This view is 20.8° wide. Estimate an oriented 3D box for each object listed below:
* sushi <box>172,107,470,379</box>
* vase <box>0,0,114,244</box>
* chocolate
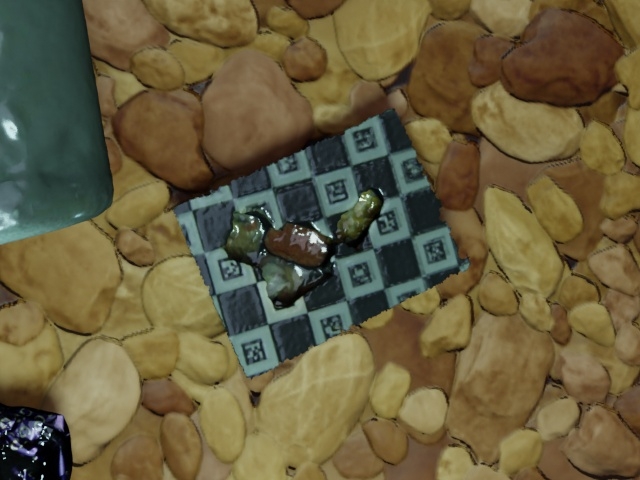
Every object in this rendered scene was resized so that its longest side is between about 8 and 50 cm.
[{"bbox_3d":[0.000,0.000,1.296,0.201,0.031,0.139,-25,95,-20],"label":"sushi"},{"bbox_3d":[-0.238,-0.141,1.101,0.245,0.245,0.291,-15,96,-24],"label":"vase"},{"bbox_3d":[-0.227,0.121,1.173,0.147,0.072,0.070,35,31,-25],"label":"chocolate"}]
